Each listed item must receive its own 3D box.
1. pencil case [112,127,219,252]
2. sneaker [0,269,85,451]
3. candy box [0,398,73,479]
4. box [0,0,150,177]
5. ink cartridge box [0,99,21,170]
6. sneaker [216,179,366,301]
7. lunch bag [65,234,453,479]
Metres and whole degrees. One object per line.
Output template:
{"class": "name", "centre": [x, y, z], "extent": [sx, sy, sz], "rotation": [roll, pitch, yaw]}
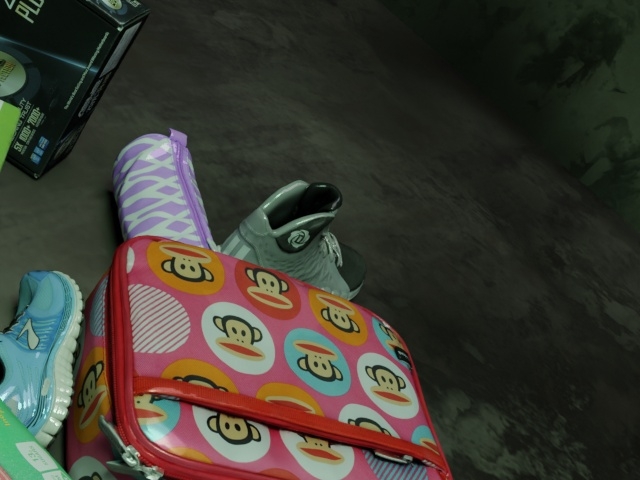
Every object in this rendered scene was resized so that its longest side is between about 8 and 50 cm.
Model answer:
{"class": "pencil case", "centre": [-0.139, -0.012, 0.842], "extent": [0.086, 0.088, 0.206], "rotation": [19, 31, -39]}
{"class": "sneaker", "centre": [-0.212, 0.073, 0.641], "extent": [0.073, 0.063, 0.162], "rotation": [21, 30, -25]}
{"class": "candy box", "centre": [-0.254, 0.107, 0.356], "extent": [0.268, 0.122, 0.317], "rotation": [43, 7, 13]}
{"class": "box", "centre": [-0.267, -0.175, 0.834], "extent": [0.147, 0.180, 0.077], "rotation": [35, 26, -6]}
{"class": "ink cartridge box", "centre": [-0.364, -0.072, 0.643], "extent": [0.255, 0.097, 0.189], "rotation": [25, 29, -22]}
{"class": "sneaker", "centre": [0.000, 0.000, 0.947], "extent": [0.228, 0.132, 0.086], "rotation": [0, 45, -51]}
{"class": "lunch bag", "centre": [-0.045, 0.141, 0.693], "extent": [0.293, 0.120, 0.258], "rotation": [20, 35, -29]}
